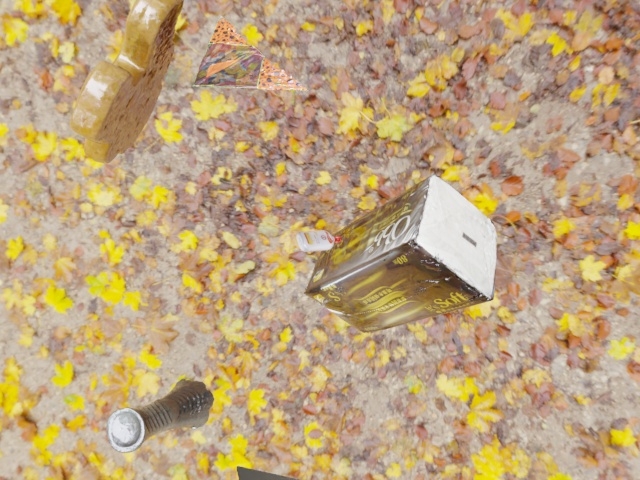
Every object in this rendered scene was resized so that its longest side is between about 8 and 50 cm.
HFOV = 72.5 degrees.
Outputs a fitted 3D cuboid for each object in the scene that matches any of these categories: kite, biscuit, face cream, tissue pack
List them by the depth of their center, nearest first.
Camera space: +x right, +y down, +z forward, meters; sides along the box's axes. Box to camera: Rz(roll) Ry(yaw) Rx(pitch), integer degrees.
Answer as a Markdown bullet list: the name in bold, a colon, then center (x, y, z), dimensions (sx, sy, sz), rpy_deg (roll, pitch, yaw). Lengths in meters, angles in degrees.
- **biscuit**: center (-0.226, -0.175, 0.510), dimensions (0.044, 0.295, 0.186), rpy_deg (32, 75, -19)
- **kite**: center (-0.133, -0.250, 0.632), dimensions (0.125, 0.008, 0.222), rpy_deg (-37, 67, -18)
- **face cream**: center (0.000, 0.000, 0.767), dimensions (0.021, 0.083, 0.040), rpy_deg (-55, 49, 44)
- **tissue pack**: center (0.163, 0.043, 0.911), dimensions (0.210, 0.198, 0.370), rpy_deg (37, 143, -16)

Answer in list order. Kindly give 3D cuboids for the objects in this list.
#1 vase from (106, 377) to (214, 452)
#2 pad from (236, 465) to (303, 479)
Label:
- **vase**: center (-0.315, 0.349, 0.871), dimensions (0.115, 0.237, 0.115), rpy_deg (-2, 82, 12)
- **pad**: center (-0.026, 0.466, 0.725), dimensions (0.265, 0.009, 0.159), rpy_deg (-7, 98, 32)
